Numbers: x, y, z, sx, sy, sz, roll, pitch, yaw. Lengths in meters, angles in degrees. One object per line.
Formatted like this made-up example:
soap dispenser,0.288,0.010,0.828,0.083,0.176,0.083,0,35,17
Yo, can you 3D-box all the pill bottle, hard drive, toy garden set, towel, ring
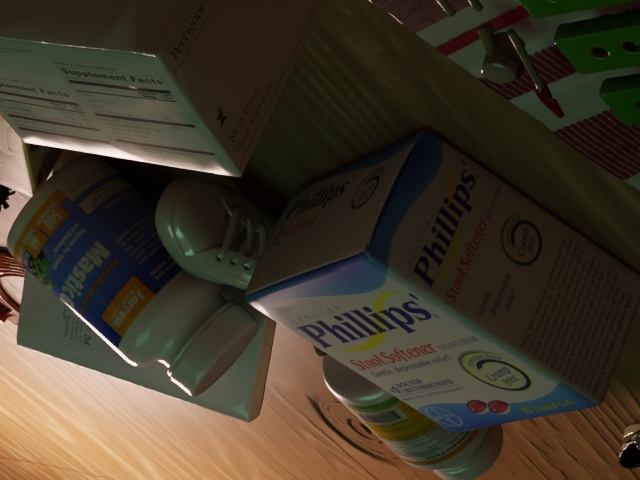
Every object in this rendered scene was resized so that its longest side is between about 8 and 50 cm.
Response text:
pill bottle,-0.204,0.044,1.899,0.272,0.152,0.152,41,159,10
hard drive,-0.203,0.069,2.013,0.319,0.210,0.040,16,-163,19
toy garden set,0.170,-0.170,1.220,0.204,0.049,0.244,-5,145,41
towel,0.222,-0.150,1.313,0.329,0.037,0.237,33,154,-22
pill bottle,0.117,0.184,1.996,0.136,0.136,0.245,5,150,39
ring,-0.370,0.116,2.464,0.337,0.032,0.336,21,157,10

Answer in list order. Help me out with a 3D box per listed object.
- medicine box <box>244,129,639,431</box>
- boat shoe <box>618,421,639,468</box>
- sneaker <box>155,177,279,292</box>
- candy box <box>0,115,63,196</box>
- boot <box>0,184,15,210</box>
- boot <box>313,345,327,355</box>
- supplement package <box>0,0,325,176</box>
medicine box,0.118,0.050,1.695,0.289,0.149,0.263,32,156,-19
boat shoe,0.385,0.229,1.938,0.056,0.049,0.152,26,157,-3
sneaker,-0.049,0.012,1.820,0.123,0.106,0.290,1,157,41
candy box,-0.370,-0.175,1.767,0.183,0.087,0.316,24,156,6
boot,-0.398,-0.092,1.958,0.121,0.099,0.045,29,155,-11
boot,0.033,0.104,1.833,0.037,0.114,0.106,24,133,41
supplement package,-0.115,-0.203,1.237,0.204,0.262,0.145,10,154,30
